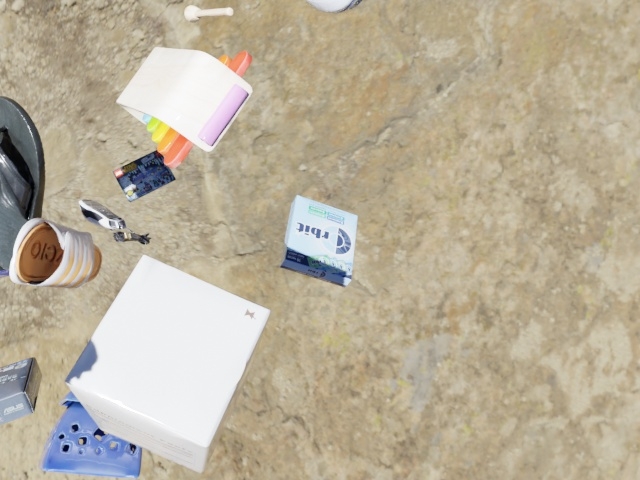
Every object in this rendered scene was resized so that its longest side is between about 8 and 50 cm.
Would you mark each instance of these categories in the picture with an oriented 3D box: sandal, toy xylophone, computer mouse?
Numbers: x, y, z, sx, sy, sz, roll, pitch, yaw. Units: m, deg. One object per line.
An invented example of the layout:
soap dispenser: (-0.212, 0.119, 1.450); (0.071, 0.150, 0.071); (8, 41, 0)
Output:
sandal: (-0.768, -0.124, 1.424); (0.107, 0.168, 0.445); (-37, 134, -66)
sandal: (-0.391, 0.027, 0.930); (0.076, 0.265, 0.101); (10, 86, 5)
toy xylophone: (-0.212, -0.254, 0.916); (0.081, 0.323, 0.236); (37, 93, -37)
computer mouse: (-0.513, -0.040, 1.413); (0.042, 0.193, 0.106); (-63, 161, 12)

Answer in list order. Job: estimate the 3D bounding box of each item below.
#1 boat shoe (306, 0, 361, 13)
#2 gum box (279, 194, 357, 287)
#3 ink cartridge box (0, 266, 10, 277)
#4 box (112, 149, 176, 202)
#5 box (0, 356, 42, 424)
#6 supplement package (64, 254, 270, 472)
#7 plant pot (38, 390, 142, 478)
boat shoe: (0.025, -0.388, 0.822); (0.094, 0.302, 0.109); (27, 119, -30)
gum box: (0.000, 0.000, 1.318); (0.157, 0.041, 0.184); (19, 53, -13)
ink cartridge box: (-0.917, 0.004, 1.649); (0.097, 0.046, 0.207); (-16, 71, -57)
box: (-0.466, -0.171, 1.540); (0.137, 0.027, 0.093); (-30, 98, -12)
box: (-0.729, 0.344, 1.239); (0.233, 0.183, 0.059); (-18, 109, -15)
supplement package: (-0.194, 0.180, 0.781); (0.176, 0.293, 0.177); (24, 60, 0)
plant pot: (-0.601, 0.515, 1.556); (0.236, 0.236, 0.211); (16, 64, -23)
